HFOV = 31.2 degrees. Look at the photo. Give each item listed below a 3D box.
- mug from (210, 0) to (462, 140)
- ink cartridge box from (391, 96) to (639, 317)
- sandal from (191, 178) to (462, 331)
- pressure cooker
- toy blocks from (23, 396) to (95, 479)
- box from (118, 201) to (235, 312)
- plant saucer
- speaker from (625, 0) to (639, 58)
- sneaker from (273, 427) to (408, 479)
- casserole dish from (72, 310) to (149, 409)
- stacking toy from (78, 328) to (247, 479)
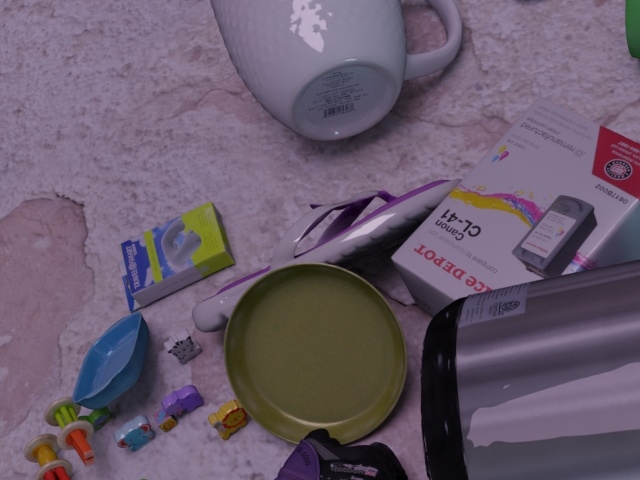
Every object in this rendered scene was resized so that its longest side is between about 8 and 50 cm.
[{"bbox_3d":[0.036,-0.331,1.732,0.374,0.276,0.328,-7,55,-18],"label":"mug"},{"bbox_3d":[0.278,-0.005,1.456,0.306,0.131,0.226,-46,51,-12],"label":"ink cartridge box"},{"bbox_3d":[-0.002,-0.001,1.545,0.416,0.169,0.102,-28,82,6],"label":"sandal"},{"bbox_3d":[0.340,0.196,1.126,0.420,0.375,0.370,-14,52,17],"label":"pressure cooker"},{"bbox_3d":[-0.338,0.304,1.548,0.123,0.054,0.148,-58,47,20],"label":"toy blocks"},{"bbox_3d":[-0.226,0.024,1.723,0.178,0.042,0.109,-25,50,6],"label":"box"},{"bbox_3d":[-0.005,0.144,1.468,0.241,0.037,0.241,2,98,13],"label":"plant saucer"},{"bbox_3d":[0.569,-0.308,1.536,0.296,0.131,0.131,1,58,25],"label":"speaker"},{"bbox_3d":[0.072,0.301,1.353,0.283,0.107,0.124,18,64,33],"label":"sneaker"},{"bbox_3d":[-0.288,0.172,1.608,0.114,0.037,0.188,-37,21,15],"label":"casserole dish"},{"bbox_3d":[-0.223,0.243,1.563,0.221,0.052,0.167,-37,50,-2],"label":"stacking toy"}]
